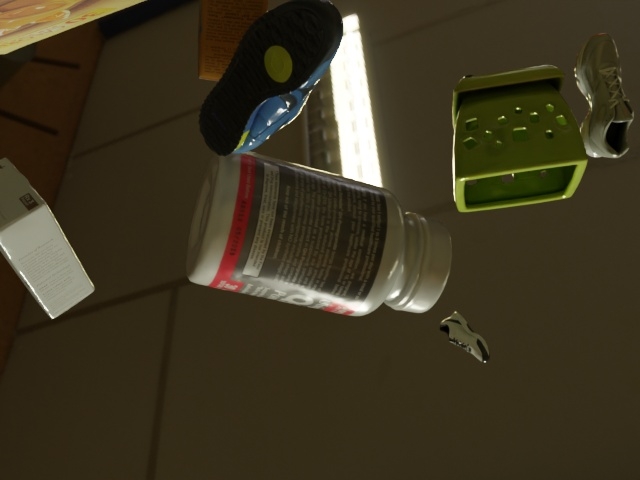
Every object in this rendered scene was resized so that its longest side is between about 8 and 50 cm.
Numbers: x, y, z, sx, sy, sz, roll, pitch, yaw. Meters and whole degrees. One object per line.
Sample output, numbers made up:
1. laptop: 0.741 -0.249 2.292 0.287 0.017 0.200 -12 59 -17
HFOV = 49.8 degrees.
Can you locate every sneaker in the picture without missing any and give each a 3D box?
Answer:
1. sneaker: -0.035 -0.151 0.629 0.082 0.069 0.209 -29 175 -41
2. sneaker: 0.603 -0.295 1.426 0.099 0.263 0.121 -14 -161 -7
3. sneaker: 0.240 0.168 1.150 0.043 0.040 0.109 -21 -139 -19

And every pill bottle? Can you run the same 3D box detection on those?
1. pill bottle: 0.000 0.000 0.893 0.318 0.176 0.176 13 -133 -17

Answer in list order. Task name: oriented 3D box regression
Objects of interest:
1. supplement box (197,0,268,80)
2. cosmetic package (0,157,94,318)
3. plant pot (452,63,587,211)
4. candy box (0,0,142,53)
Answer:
1. supplement box: -0.099 -0.287 0.784 0.080 0.233 0.078 1 -123 -10
2. cosmetic package: -0.423 0.003 1.007 0.085 0.231 0.117 -38 -119 -21
3. plant pot: 0.353 -0.191 1.287 0.227 0.228 0.207 -7 -104 10
4. candy box: -0.101 -0.170 0.318 0.316 0.088 0.183 -13 -169 19
